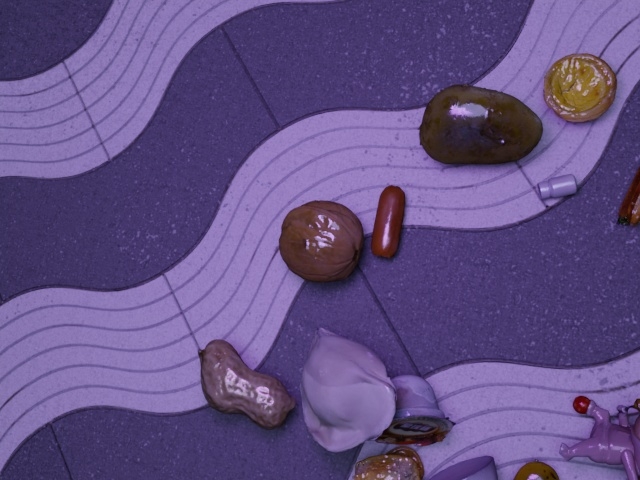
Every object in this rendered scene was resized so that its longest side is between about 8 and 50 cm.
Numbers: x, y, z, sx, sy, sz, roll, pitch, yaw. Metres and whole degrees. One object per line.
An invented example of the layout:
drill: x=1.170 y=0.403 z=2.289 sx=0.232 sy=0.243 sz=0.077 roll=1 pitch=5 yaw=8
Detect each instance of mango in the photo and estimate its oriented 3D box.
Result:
mango: x=0.495 y=0.596 z=1.535 sx=0.103 sy=0.076 sz=0.161 roll=25 pitch=95 yaw=10

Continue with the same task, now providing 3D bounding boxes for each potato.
potato: x=0.402 y=-0.288 z=1.663 sx=0.307 sy=0.173 sz=0.210 roll=8 pitch=117 yaw=8

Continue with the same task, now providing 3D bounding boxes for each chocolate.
chocolate: x=0.212 y=0.408 z=1.605 sx=0.221 sy=0.221 sz=0.147 roll=-13 pitch=48 yaw=11

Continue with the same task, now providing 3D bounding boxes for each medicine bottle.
medicine bottle: x=0.598 y=-0.134 z=1.657 sx=0.089 sy=0.052 sz=0.052 roll=-13 pitch=77 yaw=11

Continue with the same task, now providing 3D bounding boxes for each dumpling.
dumpling: x=0.049 y=0.372 z=1.593 sx=0.341 sy=0.181 sz=0.260 roll=25 pitch=97 yaw=32

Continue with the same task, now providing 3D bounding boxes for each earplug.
earplug: x=0.385 y=0.673 z=1.509 sx=0.172 sy=0.172 sz=0.301 roll=-26 pitch=81 yaw=8

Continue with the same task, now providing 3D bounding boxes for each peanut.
peanut: x=-0.209 y=0.387 z=1.708 sx=0.291 sy=0.143 sz=0.159 roll=34 pitch=88 yaw=15

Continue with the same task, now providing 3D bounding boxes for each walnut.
walnut: x=0.000 y=0.000 z=1.702 sx=0.228 sy=0.228 sz=0.228 roll=-3 pitch=79 yaw=13

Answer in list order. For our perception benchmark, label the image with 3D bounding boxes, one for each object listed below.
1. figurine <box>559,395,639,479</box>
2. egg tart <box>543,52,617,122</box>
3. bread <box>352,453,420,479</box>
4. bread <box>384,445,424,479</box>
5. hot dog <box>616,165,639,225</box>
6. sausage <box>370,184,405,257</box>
figurine: x=0.698 y=0.453 z=1.468 sx=0.287 sy=0.176 sz=0.186 roll=15 pitch=109 yaw=30
egg tart: x=0.661 y=-0.386 z=1.678 sx=0.191 sy=0.074 sz=0.191 roll=-3 pitch=78 yaw=13
bread: x=0.167 y=0.641 z=1.568 sx=0.174 sy=0.121 sz=0.245 roll=-13 pitch=91 yaw=27
bread: x=0.203 y=0.566 z=1.632 sx=0.110 sy=0.024 sz=0.110 roll=-1 pitch=86 yaw=13
hot dog: x=0.785 y=-0.114 z=1.601 sx=0.055 sy=0.072 sz=0.188 roll=26 pitch=87 yaw=-5
sausage: x=0.180 y=-0.050 z=1.732 sx=0.076 sy=0.076 sz=0.197 roll=9 pitch=80 yaw=15
